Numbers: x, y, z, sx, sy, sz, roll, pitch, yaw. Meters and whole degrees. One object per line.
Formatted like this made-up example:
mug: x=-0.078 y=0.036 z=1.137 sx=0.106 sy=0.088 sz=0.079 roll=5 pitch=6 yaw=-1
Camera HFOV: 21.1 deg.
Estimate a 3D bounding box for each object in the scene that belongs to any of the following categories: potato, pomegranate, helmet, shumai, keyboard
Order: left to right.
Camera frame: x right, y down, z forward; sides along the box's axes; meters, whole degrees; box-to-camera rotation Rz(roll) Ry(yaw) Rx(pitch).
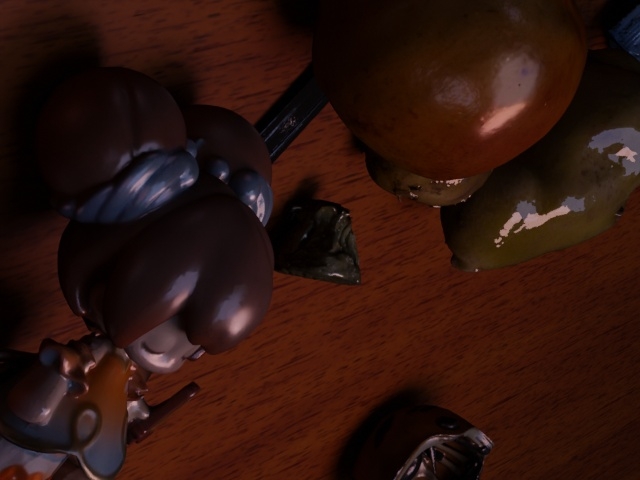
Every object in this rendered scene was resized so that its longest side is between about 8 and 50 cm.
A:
keyboard: x=-0.036 y=-0.115 z=1.709 sx=0.204 sy=0.013 sz=0.061 roll=-48 pitch=154 yaw=-10
shumai: x=-0.001 y=0.000 z=1.838 sx=0.124 sy=0.099 sz=0.087 roll=176 pitch=-77 yaw=-81
helmet: x=0.122 y=0.307 z=2.357 sx=0.224 sy=0.130 sz=0.198 roll=3 pitch=117 yaw=-48
potato: x=0.127 y=-0.104 z=1.864 sx=0.176 sy=0.137 sz=0.137 roll=-23 pitch=141 yaw=-49
pomegranate: x=0.123 y=-0.193 z=1.602 sx=0.264 sy=0.264 sz=0.264 roll=-38 pitch=151 yaw=-27
potato: x=0.268 y=-0.093 z=2.023 sx=0.351 sy=0.218 sz=0.202 roll=-42 pitch=116 yaw=-17

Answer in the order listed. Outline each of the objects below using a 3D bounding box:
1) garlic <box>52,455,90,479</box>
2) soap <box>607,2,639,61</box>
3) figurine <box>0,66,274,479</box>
garlic: x=-0.264 y=0.331 z=1.752 sx=0.178 sy=0.143 sz=0.229 roll=-45 pitch=162 yaw=-19
soap: x=0.455 y=-0.247 z=2.245 sx=0.156 sy=0.077 sz=0.293 roll=-46 pitch=160 yaw=-1
figurine: x=-0.187 y=0.065 z=1.477 sx=0.388 sy=0.248 sz=0.276 roll=-48 pitch=158 yaw=12
